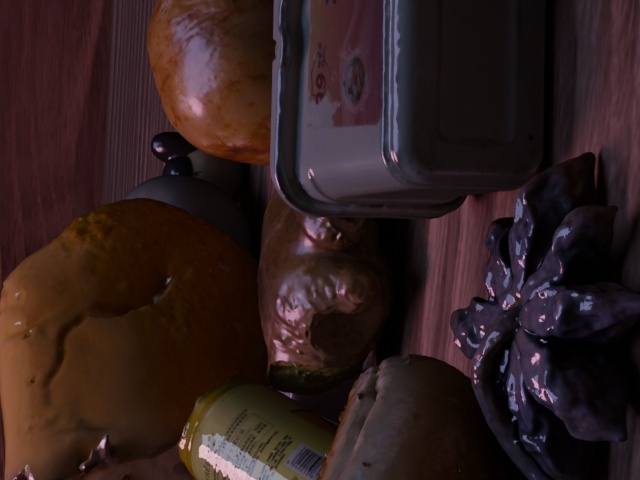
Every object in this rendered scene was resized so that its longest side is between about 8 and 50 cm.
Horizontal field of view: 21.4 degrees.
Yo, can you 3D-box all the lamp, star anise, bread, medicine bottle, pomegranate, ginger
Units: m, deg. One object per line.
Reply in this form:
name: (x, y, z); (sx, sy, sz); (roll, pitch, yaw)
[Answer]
lamp: (-0.170, -0.016, 2.156); (0.197, 0.198, 0.244); (108, 174, -48)
star anise: (0.149, 0.070, 1.123); (0.230, 0.081, 0.262); (167, 106, -64)
bread: (-0.169, 0.146, 1.867); (0.250, 0.361, 0.394); (-25, 53, 27)
medicine bottle: (-0.024, 0.209, 1.532); (0.239, 0.124, 0.124); (25, 116, 46)
bread: (0.053, 0.236, 1.229); (0.305, 0.159, 0.305); (23, -90, -89)
pomegranate: (-0.045, -0.187, 1.590); (0.248, 0.248, 0.248); (-179, 90, -75)
ginger: (0.000, 0.000, 1.601); (0.219, 0.123, 0.270); (113, 155, -62)

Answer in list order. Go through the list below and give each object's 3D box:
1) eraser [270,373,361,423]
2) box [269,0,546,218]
eraser: (-0.005, 0.276, 1.679); (0.130, 0.086, 0.287); (137, 132, -70)
box: (0.076, -0.172, 1.270); (0.182, 0.175, 0.311); (-178, 89, -66)
